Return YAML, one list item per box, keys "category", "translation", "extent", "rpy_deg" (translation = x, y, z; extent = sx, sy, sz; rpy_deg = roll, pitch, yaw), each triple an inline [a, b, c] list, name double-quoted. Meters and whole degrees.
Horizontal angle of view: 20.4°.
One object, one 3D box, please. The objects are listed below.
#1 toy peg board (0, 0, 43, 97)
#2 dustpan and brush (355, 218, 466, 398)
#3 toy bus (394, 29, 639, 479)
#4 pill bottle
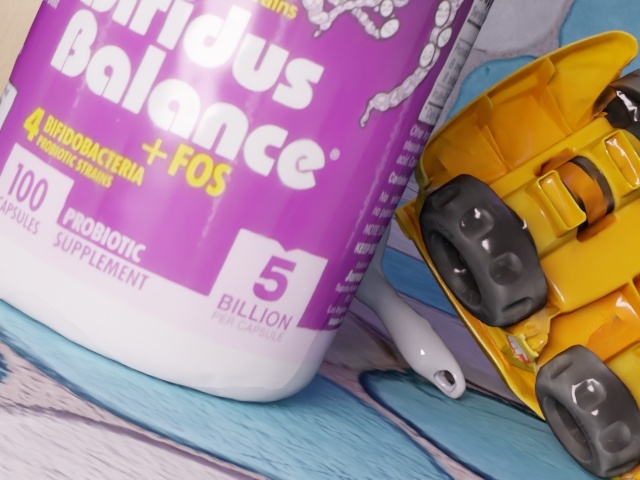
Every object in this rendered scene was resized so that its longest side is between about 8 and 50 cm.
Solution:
- category: "toy peg board"
  translation: [-0.107, -0.082, 0.867]
  extent: [0.161, 0.161, 0.079]
  rpy_deg: [25, 7, 7]
- category: "dustpan and brush"
  translation: [0.000, 0.000, 0.923]
  extent: [0.060, 0.147, 0.211]
  rpy_deg: [-9, 58, -53]
- category: "toy bus"
  translation: [0.138, 0.031, 0.946]
  extent: [0.220, 0.149, 0.211]
  rpy_deg: [57, -17, 6]
- category: "pill bottle"
  translation: [-0.020, -0.101, 0.727]
  extent: [0.169, 0.301, 0.169]
  rpy_deg: [24, 7, -3]
